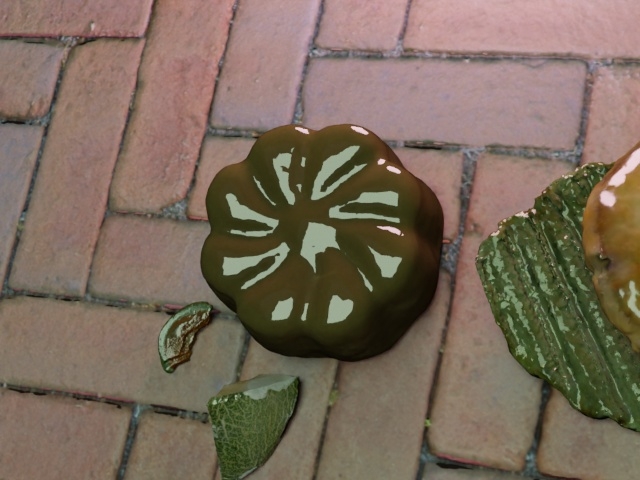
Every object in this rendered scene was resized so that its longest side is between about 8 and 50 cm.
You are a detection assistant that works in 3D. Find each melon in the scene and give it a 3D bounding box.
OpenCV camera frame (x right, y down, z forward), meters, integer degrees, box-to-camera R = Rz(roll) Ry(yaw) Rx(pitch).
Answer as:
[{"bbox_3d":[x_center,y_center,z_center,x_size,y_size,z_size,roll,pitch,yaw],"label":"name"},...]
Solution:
[{"bbox_3d":[-0.129,0.273,1.631,0.093,0.139,0.202,28,86,48],"label":"melon"}]

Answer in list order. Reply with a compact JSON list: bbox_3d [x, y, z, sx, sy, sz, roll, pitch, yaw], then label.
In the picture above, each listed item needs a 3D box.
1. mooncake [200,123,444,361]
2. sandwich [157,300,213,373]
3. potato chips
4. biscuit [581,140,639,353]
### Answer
[{"bbox_3d":[0.000,0.000,1.617,0.378,0.201,0.378,-6,72,19],"label":"mooncake"},{"bbox_3d":[-0.232,0.155,1.748,0.067,0.029,0.135,29,85,27],"label":"sandwich"},{"bbox_3d":[0.433,0.081,1.500,0.358,0.070,0.429,-27,67,7],"label":"potato chips"},{"bbox_3d":[0.578,0.012,1.402,0.446,0.104,0.429,-38,66,-16],"label":"biscuit"}]
